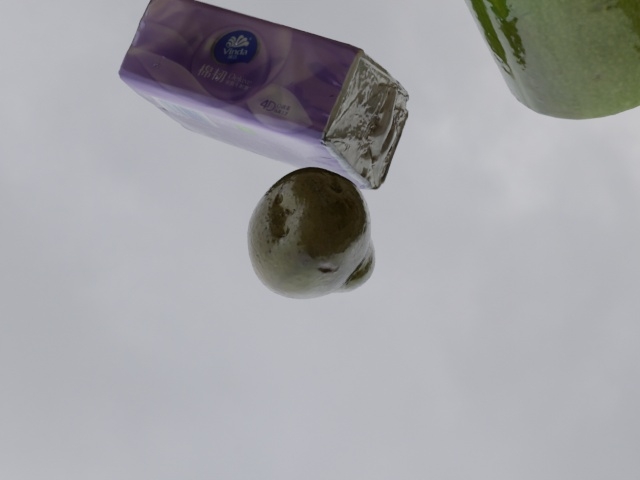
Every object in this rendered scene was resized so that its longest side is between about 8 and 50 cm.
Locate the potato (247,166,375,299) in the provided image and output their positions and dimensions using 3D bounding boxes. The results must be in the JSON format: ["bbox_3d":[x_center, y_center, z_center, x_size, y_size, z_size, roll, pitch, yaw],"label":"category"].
[{"bbox_3d":[0.000,0.000,1.132,0.194,0.157,0.157,34,-155,-55],"label":"potato"}]

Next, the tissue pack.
[{"bbox_3d":[-0.066,-0.206,1.337,0.338,0.160,0.242,20,176,23],"label":"tissue pack"}]

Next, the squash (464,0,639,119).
[{"bbox_3d":[0.226,-0.292,0.934,0.234,0.210,0.309,35,162,50],"label":"squash"}]
